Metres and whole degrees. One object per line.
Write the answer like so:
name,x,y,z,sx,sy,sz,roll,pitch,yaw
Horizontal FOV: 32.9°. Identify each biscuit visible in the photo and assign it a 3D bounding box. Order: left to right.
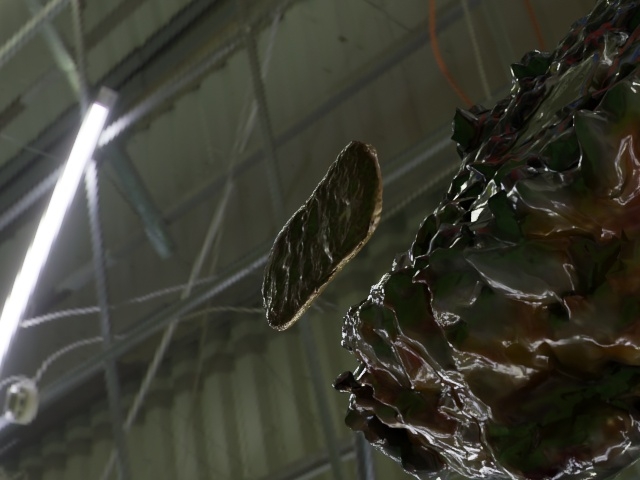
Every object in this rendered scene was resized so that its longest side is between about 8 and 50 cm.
biscuit,0.000,0.000,1.087,0.247,0.029,0.118,-49,-142,47

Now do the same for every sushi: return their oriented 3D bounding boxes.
sushi,0.167,-0.024,0.654,0.417,0.176,0.417,-48,-176,5
